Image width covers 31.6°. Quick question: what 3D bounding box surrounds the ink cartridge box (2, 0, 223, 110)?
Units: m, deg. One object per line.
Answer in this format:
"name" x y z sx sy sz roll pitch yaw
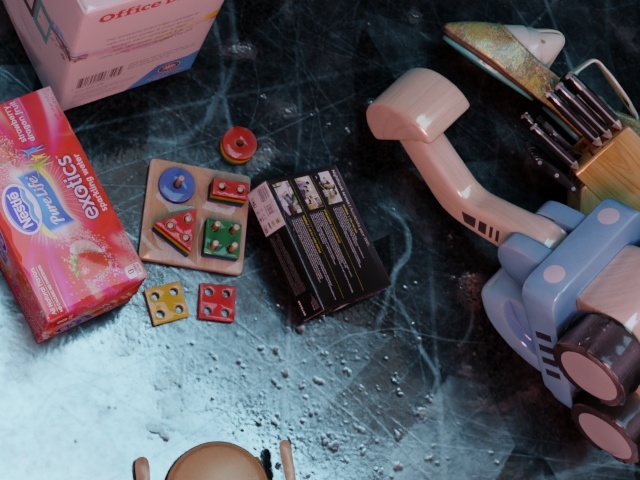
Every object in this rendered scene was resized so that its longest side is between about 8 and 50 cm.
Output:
"ink cartridge box" -0.249 -0.316 1.343 0.198 0.270 0.197 -23 82 -25

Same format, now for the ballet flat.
"ballet flat" 0.334 -0.230 1.606 0.348 0.123 0.123 37 65 -9

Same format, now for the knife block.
"knife block" 0.413 -0.117 1.537 0.275 0.088 0.242 -1 111 0

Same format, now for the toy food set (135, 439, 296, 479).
"toy food set" -0.122 0.303 1.327 0.192 0.038 0.132 -4 69 -10

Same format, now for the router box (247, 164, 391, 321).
"router box" 0.000 0.000 1.435 0.133 0.046 0.179 -16 79 -45

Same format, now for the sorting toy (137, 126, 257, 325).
"sorting toy" -0.153 -0.025 1.410 0.132 0.046 0.275 10 70 -16

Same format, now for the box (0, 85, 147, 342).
"box" -0.320 -0.029 1.308 0.128 0.122 0.257 -25 83 -24

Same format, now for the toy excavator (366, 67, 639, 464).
"toy excavator" 0.272 0.017 1.455 0.222 0.433 0.445 -44 48 -18
